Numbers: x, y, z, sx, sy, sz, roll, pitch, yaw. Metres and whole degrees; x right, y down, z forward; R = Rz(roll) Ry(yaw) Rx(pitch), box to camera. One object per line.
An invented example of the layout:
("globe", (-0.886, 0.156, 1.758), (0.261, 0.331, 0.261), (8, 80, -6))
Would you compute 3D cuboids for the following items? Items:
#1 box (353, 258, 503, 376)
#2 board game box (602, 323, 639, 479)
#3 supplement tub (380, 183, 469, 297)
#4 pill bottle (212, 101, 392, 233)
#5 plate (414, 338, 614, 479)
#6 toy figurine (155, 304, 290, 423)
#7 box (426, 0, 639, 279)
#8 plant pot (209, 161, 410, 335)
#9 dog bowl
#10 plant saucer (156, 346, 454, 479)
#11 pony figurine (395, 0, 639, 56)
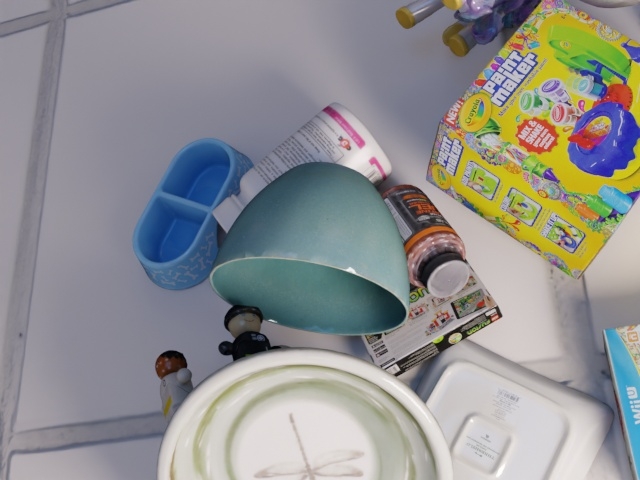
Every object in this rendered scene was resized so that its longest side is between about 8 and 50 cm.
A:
("box", (0.164, 0.122, 1.266), (0.207, 0.036, 0.114), (-30, 42, 4))
("board game box", (0.549, 0.210, 1.070), (0.303, 0.097, 0.224), (-12, 62, 15))
("supplement tub", (0.158, 0.003, 1.275), (0.106, 0.106, 0.198), (-33, 41, 2))
("pill bottle", (-0.034, -0.088, 1.385), (0.283, 0.160, 0.160), (-39, 59, -2))
("plate", (0.235, 0.297, 1.169), (0.277, 0.045, 0.278), (24, 74, 28))
("toy figurine", (-0.134, 0.219, 1.245), (0.209, 0.213, 0.148), (-29, 49, 8))
("box", (0.358, -0.154, 1.207), (0.279, 0.177, 0.290), (35, 70, 15))
("plant pot", (0.000, 0.000, 1.211), (0.290, 0.290, 0.195), (2, 65, 21))
("dog bowl", (-0.235, -0.057, 1.492), (0.166, 0.074, 0.297), (18, 73, 26))
("plant saucer", (-0.021, 0.315, 1.133), (0.400, 0.401, 0.100), (-22, 16, 9))
("pony figurine", (0.344, -0.461, 1.360), (0.363, 0.303, 0.351), (-37, 14, -11))
